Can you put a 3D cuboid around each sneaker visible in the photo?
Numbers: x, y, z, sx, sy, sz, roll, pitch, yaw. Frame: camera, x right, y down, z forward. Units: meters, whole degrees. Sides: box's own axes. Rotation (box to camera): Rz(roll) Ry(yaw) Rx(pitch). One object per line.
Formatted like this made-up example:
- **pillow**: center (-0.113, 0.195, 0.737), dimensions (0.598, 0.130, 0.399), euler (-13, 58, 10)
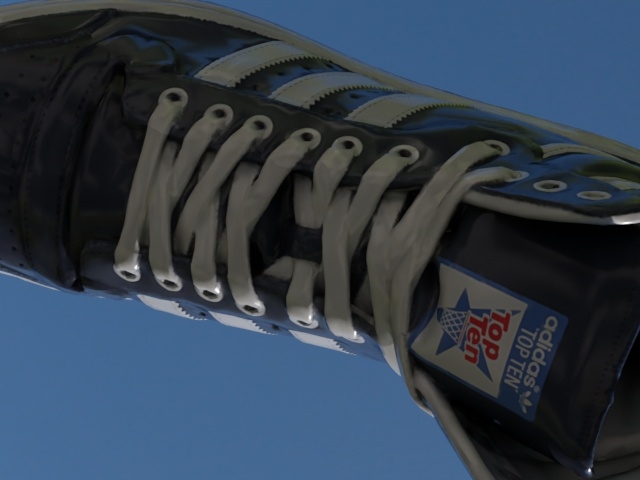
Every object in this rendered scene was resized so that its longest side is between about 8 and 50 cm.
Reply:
- **sneaker**: center (0.000, 0.000, 0.443), dimensions (0.282, 0.153, 0.099), euler (11, -74, -6)
